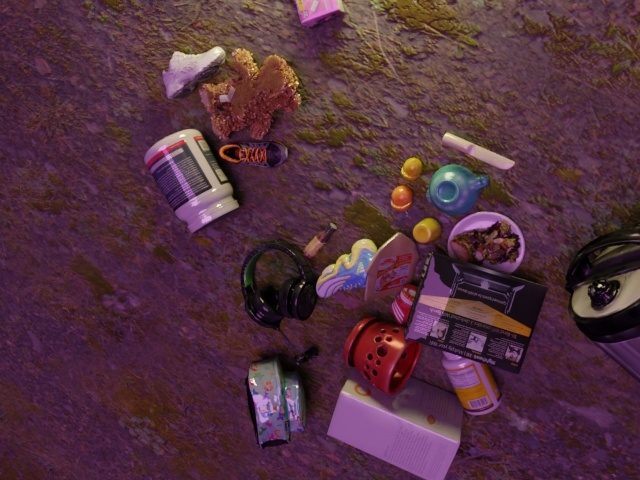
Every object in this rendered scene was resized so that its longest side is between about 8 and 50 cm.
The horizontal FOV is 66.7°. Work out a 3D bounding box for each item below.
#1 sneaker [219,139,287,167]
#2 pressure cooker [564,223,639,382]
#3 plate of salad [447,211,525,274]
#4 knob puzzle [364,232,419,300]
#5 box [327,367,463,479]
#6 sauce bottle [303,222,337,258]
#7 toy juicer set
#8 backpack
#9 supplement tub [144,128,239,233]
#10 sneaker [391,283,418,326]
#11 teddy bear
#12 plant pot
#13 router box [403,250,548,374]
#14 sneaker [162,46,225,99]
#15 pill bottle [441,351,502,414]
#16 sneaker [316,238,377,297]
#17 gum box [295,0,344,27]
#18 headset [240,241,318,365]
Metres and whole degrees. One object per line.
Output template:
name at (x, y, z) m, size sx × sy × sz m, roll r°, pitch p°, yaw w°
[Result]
sneaker at (-0.201, -0.255, 1.444) m, size 0.215 × 0.083 × 0.084 m, roll 3°, pitch 105°, yaw 17°
pressure cooker at (0.775, 0.135, 1.061) m, size 0.420 × 0.375 × 0.369 m, roll 41°, pitch 117°, yaw 3°
plate of salad at (0.447, 0.021, 1.319) m, size 0.200 × 0.048 × 0.199 m, roll 5°, pitch 106°, yaw 18°
knob puzzle at (0.199, 0.064, 1.362) m, size 0.030 × 0.213 × 0.213 m, roll 36°, pitch 120°, yaw 48°
box at (0.227, 0.522, 1.447) m, size 0.346 × 0.215 × 0.168 m, roll 20°, pitch 112°, yaw 13°
sauce bottle at (0.000, 0.000, 1.469) m, size 0.042 × 0.042 × 0.128 m, roll 44°, pitch 116°, yaw 3°
toy juicer set at (0.326, -0.161, 1.294) m, size 0.209 × 0.090 × 0.329 m, roll 51°, pitch 123°, yaw 14°
backpack at (-0.146, 0.506, 1.571) m, size 0.191 × 0.225 × 0.253 m, roll -16°, pitch 95°, yaw 0°
supplement tub at (-0.384, -0.178, 1.469) m, size 0.191 × 0.191 × 0.272 m, roll -28°, pitch 94°, yaw 24°
sneaker at (0.310, 0.219, 1.423) m, size 0.221 × 0.087 × 0.128 m, roll 32°, pitch 137°, yaw 0°
teddy bear at (-0.203, -0.412, 1.399) m, size 0.338 × 0.113 × 0.245 m, roll -33°, pitch 86°, yaw 32°
plant pot at (0.178, 0.323, 1.417) m, size 0.174 × 0.191 × 0.191 m, roll 28°, pitch 114°, yaw 32°
router box at (0.404, 0.187, 1.291) m, size 0.309 × 0.081 × 0.242 m, roll 18°, pitch 93°, yaw 6°
sneaker at (-0.386, -0.516, 1.431) m, size 0.232 × 0.090 × 0.115 m, roll -25°, pitch 92°, yaw 23°
pill bottle at (0.424, 0.378, 1.391) m, size 0.117 × 0.117 × 0.214 m, roll -23°, pitch 96°, yaw 23°
sneaker at (0.086, 0.111, 1.421) m, size 0.240 × 0.091 × 0.126 m, roll -50°, pitch 49°, yaw 23°
gum box at (-0.013, -0.665, 1.271) m, size 0.107 × 0.062 × 0.188 m, roll -11°, pitch 101°, yaw 22°
headset at (-0.105, 0.197, 1.535) m, size 0.244 × 0.185 × 0.393 m, roll -19°, pitch 83°, yaw 28°
